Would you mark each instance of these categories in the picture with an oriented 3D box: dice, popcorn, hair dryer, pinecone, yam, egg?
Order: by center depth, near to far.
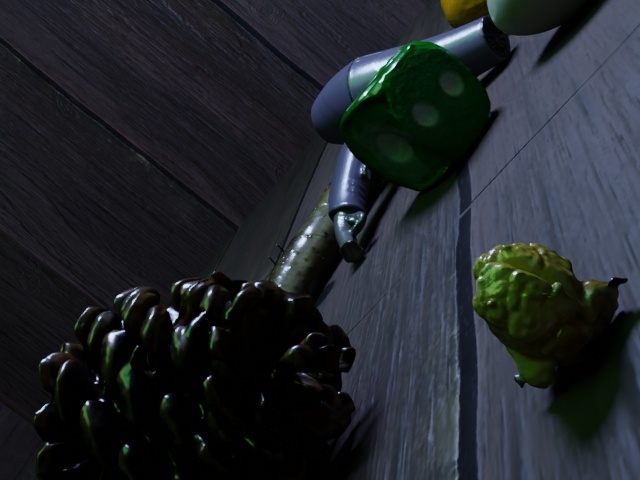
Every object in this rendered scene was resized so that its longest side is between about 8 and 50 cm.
[{"bbox_3d":[0.126,0.032,0.578,0.084,0.084,0.084,-50,8,10],"label":"popcorn"},{"bbox_3d":[-0.096,0.133,0.867,0.272,0.224,0.224,-19,24,28],"label":"pinecone"},{"bbox_3d":[0.246,-0.293,1.178,0.152,0.114,0.114,-51,8,13],"label":"egg"},{"bbox_3d":[0.108,-0.142,1.219,0.120,0.131,0.128,-55,7,-23],"label":"dice"},{"bbox_3d":[0.089,-0.118,1.374,0.301,0.121,0.361,-21,41,41],"label":"hair dryer"},{"bbox_3d":[0.000,0.000,1.426,0.067,0.071,0.317,0,40,32],"label":"yam"}]

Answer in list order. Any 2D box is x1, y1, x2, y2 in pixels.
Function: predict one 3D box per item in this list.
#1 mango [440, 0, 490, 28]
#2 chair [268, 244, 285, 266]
[{"bbox_3d":[0.278,-0.406,1.485,0.295,0.120,0.177,-45,12,38],"label":"mango"},{"bbox_3d":[-0.032,0.042,1.470,0.042,0.086,0.037,14,60,41],"label":"chair"}]
